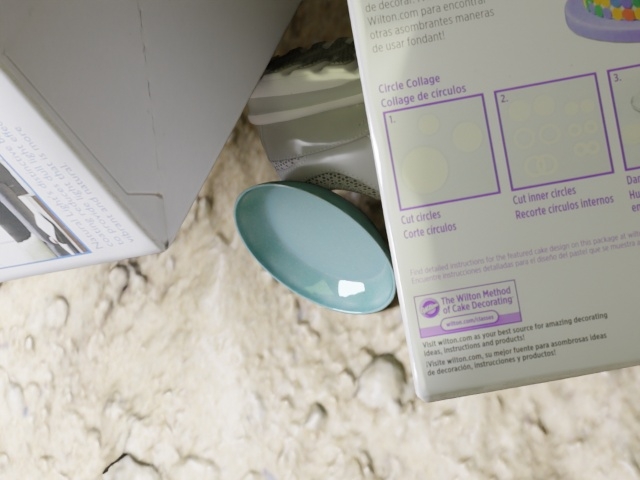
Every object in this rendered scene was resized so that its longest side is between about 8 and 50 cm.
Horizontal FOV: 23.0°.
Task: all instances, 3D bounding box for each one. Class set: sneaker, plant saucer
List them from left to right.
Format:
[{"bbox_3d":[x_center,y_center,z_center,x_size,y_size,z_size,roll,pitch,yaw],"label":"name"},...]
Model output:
[{"bbox_3d":[0.000,0.000,1.013,0.119,0.119,0.021,4,47,39],"label":"plant saucer"},{"bbox_3d":[0.085,-0.072,0.970,0.281,0.105,0.115,0,114,36],"label":"sneaker"}]

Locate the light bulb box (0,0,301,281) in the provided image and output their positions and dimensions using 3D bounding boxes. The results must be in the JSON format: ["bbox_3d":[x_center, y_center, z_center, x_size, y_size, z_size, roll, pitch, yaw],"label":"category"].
[{"bbox_3d":[-0.221,-0.163,1.029,0.361,0.225,0.358,-10,41,37],"label":"light bulb box"}]

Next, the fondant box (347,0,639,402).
[{"bbox_3d":[0.140,-0.099,0.814,0.238,0.096,0.330,-10,87,6],"label":"fondant box"}]
